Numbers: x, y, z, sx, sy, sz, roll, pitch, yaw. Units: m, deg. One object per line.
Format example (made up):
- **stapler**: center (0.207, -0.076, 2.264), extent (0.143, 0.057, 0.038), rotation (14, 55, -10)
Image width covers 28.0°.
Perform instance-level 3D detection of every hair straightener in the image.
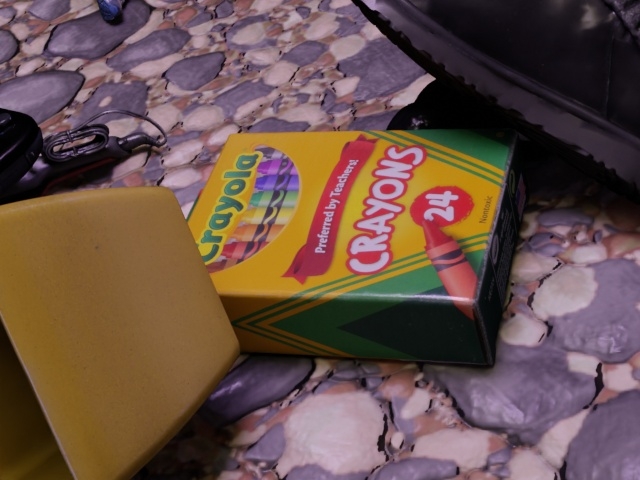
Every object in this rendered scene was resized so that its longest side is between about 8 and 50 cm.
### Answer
- **hair straightener**: center (-0.263, -0.076, 1.257), extent (0.230, 0.089, 0.047), rotation (-17, 69, -5)

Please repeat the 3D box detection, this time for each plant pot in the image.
- **plant pot**: center (-0.189, 0.068, 0.958), extent (0.187, 0.212, 0.212), rotation (-27, 7, -39)

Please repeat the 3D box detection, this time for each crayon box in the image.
- **crayon box**: center (0.000, 0.000, 1.080), extent (0.318, 0.081, 0.202), rotation (0, 45, 21)

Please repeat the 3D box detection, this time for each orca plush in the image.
- **orca plush**: center (0.184, -0.147, 1.154), extent (0.287, 0.102, 0.151), rotation (-14, 42, 5)

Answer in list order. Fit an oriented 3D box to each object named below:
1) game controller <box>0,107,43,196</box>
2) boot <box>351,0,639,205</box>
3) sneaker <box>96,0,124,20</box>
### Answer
- **game controller**: center (-0.393, -0.016, 1.136), extent (0.166, 0.067, 0.319), rotation (21, 54, 36)
- **boot**: center (0.209, -0.219, 1.062), extent (0.348, 0.131, 0.260), rotation (33, 92, 1)
- **sneaker**: center (-0.243, -0.310, 1.524), extent (0.058, 0.052, 0.135), rotation (-16, 42, -4)
